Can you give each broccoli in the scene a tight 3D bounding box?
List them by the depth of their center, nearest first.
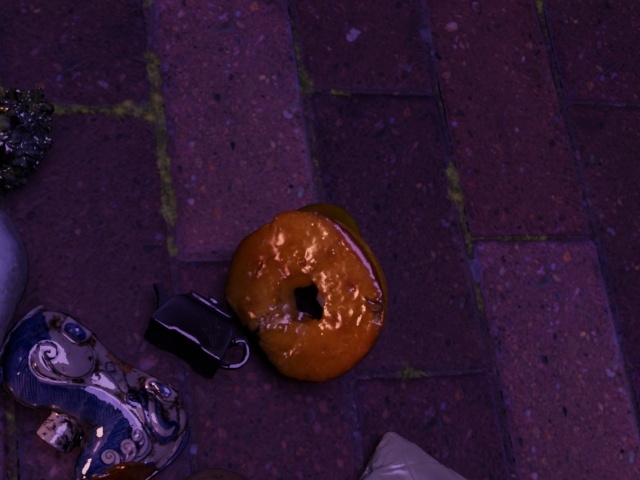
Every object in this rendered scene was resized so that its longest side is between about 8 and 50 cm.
[{"bbox_3d":[-0.531,-0.205,1.643,0.304,0.145,0.165,34,100,8],"label":"broccoli"}]

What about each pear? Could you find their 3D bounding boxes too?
[{"bbox_3d":[0.000,0.000,1.744,0.141,0.104,0.141,9,62,-17],"label":"pear"}]

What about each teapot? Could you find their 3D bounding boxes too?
[{"bbox_3d":[-0.177,0.123,1.636,0.177,0.087,0.096,32,60,1],"label":"teapot"}]

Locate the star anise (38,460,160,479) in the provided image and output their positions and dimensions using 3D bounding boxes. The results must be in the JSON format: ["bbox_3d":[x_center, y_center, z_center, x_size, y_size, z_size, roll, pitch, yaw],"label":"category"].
[{"bbox_3d":[-0.366,0.370,1.416,0.346,0.237,0.148,-10,59,2],"label":"star anise"}]

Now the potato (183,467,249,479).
[{"bbox_3d":[-0.114,0.431,1.500,0.165,0.165,0.262,-30,74,-27],"label":"potato"}]

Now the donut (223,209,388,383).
[{"bbox_3d":[-0.015,0.079,1.640,0.253,0.253,0.118,47,21,4],"label":"donut"}]

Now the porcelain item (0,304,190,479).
[{"bbox_3d":[-0.321,0.226,1.534,0.288,0.138,0.186,37,79,-6],"label":"porcelain item"}]

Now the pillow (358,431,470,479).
[{"bbox_3d":[0.149,0.455,1.613,0.281,0.076,0.274,31,60,2],"label":"pillow"}]

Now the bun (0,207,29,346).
[{"bbox_3d":[-0.566,0.062,1.470,0.355,0.194,0.354,6,68,-16],"label":"bun"}]
